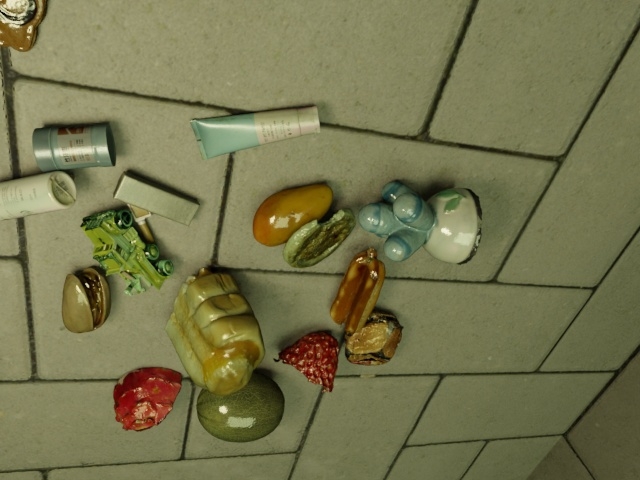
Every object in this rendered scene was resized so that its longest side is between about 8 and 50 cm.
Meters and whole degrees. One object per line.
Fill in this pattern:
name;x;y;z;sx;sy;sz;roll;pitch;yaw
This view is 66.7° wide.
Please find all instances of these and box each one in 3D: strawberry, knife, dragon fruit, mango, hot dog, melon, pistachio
strawberry;-0.022;0.400;1.701;0.234;0.234;0.178;38;78;-34
knife;-0.476;-0.069;1.299;0.046;0.022;0.256;-17;124;-8
dragon fruit;-0.610;0.533;1.640;0.262;0.163;0.189;-32;100;9
mango;-0.079;-0.079;1.343;0.253;0.113;0.138;-31;114;3
hot dog;0.129;0.160;1.568;0.100;0.135;0.337;-28;145;-44
melon;-0.279;0.575;1.693;0.302;0.237;0.237;7;123;-20
pistachio;-0.662;0.170;1.370;0.129;0.131;0.206;-32;141;-53

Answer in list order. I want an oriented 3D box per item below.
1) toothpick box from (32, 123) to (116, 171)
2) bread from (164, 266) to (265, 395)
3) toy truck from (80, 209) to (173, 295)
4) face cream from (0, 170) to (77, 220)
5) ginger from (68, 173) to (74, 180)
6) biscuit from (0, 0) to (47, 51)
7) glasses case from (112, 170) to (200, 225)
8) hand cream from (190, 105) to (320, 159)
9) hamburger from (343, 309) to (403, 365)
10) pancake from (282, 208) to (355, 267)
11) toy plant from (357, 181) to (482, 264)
toothpick box;-0.562;-0.214;1.119;0.153;0.101;0.101;-8;127;-12
bread;-0.281;0.274;1.417;0.210;0.341;0.300;-5;127;-40
toy truck;-0.516;0.044;1.281;0.128;0.135;0.259;-11;126;19
face cream;-0.729;-0.094;1.136;0.311;0.092;0.092;-8;129;13
ginger;-0.671;-0.128;1.189;0.137;0.044;0.057;-18;155;0
biscuit;-0.647;-0.483;0.937;0.208;0.041;0.290;22;116;-27
glasses case;-0.422;-0.107;1.259;0.205;0.047;0.070;23;105;-33
hand cream;-0.158;-0.276;1.221;0.312;0.070;0.111;-8;129;0
hamburger;0.181;0.346;1.734;0.231;0.107;0.231;-5;123;-9
pancake;0.000;0.000;1.403;0.254;0.037;0.253;-30;156;-15
toy plant;0.264;-0.053;1.394;0.332;0.247;0.247;5;124;-14
